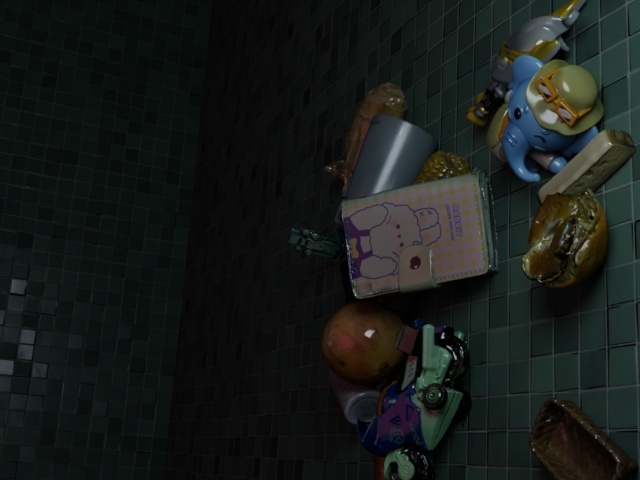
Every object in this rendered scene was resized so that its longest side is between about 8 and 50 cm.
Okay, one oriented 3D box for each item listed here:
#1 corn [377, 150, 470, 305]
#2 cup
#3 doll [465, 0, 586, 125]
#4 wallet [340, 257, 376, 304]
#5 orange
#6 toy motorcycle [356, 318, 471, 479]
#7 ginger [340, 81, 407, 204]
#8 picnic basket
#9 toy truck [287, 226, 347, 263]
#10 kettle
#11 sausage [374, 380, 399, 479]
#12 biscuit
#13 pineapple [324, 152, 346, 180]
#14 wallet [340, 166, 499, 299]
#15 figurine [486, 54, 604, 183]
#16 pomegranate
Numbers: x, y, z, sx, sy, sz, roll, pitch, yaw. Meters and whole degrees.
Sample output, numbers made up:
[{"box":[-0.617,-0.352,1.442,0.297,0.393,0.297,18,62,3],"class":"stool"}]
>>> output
[{"box":[0.207,-0.020,1.827,0.363,0.120,0.120,-66,27,21],"class":"corn"},{"box":[0.089,0.326,1.972,0.133,0.099,0.136,-116,41,-55],"class":"cup"},{"box":[0.372,-0.324,1.596,0.103,0.145,0.316,56,149,12],"class":"doll"},{"box":[0.128,0.045,2.066,0.318,0.045,0.172,127,147,-48],"class":"wallet"},{"box":[0.397,0.004,1.387,0.170,0.112,0.160,-51,17,6],"class":"orange"},{"box":[0.177,0.315,1.679,0.196,0.125,0.331,17,90,44],"class":"toy motorcycle"},{"box":[0.120,-0.203,2.081,0.190,0.126,0.354,9,87,55],"class":"ginger"},{"box":[0.397,0.324,1.322,0.193,0.055,0.110,-129,54,-61],"class":"picnic basket"},{"box":[0.000,0.000,2.217,0.081,0.175,0.067,-103,31,-54],"class":"toy truck"},{"box":[0.122,-0.133,1.915,0.210,0.160,0.243,13,75,59],"class":"kettle"},{"box":[0.157,0.409,1.795,0.098,0.098,0.238,162,114,-64],"class":"sausage"},{"box":[0.429,-0.111,1.425,0.188,0.056,0.052,-51,36,46],"class":"biscuit"},{"box":[0.066,-0.181,2.244,0.077,0.114,0.114,120,160,-77],"class":"pineapple"},{"box":[0.190,-0.010,1.712,0.309,0.077,0.223,-12,79,31],"class":"wallet"},{"box":[0.382,-0.196,1.492,0.262,0.154,0.180,104,154,-55],"class":"figurine"},{"box":[0.094,0.217,1.892,0.191,0.191,0.191,-170,90,-67],"class":"pomegranate"}]
